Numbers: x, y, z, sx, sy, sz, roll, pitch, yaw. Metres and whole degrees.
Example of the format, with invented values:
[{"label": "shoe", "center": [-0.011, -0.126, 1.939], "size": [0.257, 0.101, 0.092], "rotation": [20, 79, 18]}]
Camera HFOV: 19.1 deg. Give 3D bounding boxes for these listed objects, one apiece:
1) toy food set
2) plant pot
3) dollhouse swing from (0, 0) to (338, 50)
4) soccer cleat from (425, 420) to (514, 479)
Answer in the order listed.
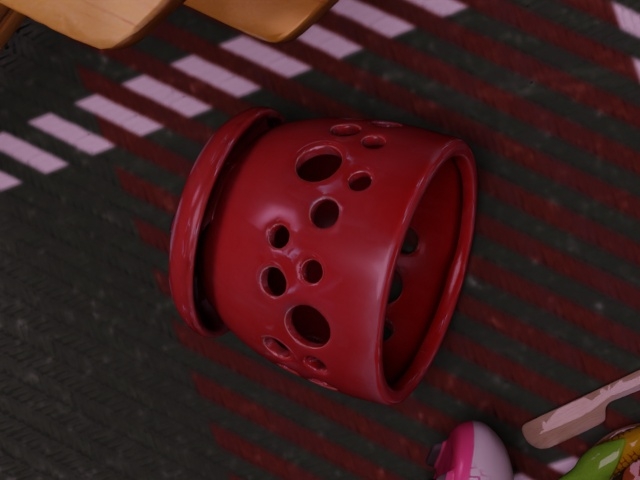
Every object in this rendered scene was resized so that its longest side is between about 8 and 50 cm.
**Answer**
[{"label": "toy food set", "center": [0.235, 0.194, 1.357], "size": [0.132, 0.038, 0.192], "rotation": [-30, 88, 16]}, {"label": "plant pot", "center": [0.000, 0.000, 1.323], "size": [0.174, 0.191, 0.191], "rotation": [18, 101, 18]}, {"label": "dollhouse swing", "center": [-0.167, -0.130, 1.268], "size": [0.315, 0.347, 0.305], "rotation": [27, 102, 11]}, {"label": "soccer cleat", "center": [0.122, 0.293, 1.374], "size": [0.143, 0.116, 0.331], "rotation": [9, 101, -2]}]
